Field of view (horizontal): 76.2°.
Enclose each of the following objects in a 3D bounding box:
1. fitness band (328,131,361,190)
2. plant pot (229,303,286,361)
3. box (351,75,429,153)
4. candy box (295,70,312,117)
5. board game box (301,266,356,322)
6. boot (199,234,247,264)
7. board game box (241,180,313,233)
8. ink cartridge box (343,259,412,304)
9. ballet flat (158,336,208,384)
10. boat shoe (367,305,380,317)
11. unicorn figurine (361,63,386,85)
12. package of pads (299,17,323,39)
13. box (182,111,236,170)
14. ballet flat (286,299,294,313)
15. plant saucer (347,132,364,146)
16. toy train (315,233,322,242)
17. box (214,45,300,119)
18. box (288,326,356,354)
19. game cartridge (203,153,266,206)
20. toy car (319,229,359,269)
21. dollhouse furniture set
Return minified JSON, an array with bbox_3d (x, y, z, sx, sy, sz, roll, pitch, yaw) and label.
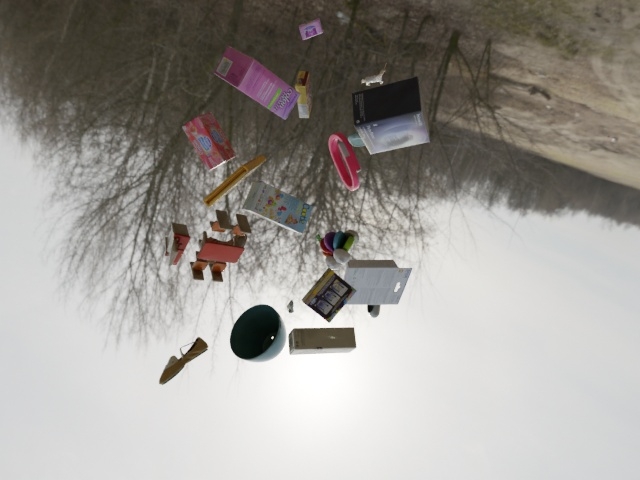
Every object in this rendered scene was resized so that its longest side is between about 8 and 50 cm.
[{"bbox_3d":[0.120,-0.384,1.986,0.054,0.290,0.209,-23,-179,-10],"label":"fitness band"},{"bbox_3d":[-0.284,0.496,2.074,0.290,0.290,0.195,34,168,44],"label":"plant pot"},{"bbox_3d":[0.325,-0.553,1.848,0.294,0.182,0.296,-9,164,20],"label":"box"},{"bbox_3d":[-0.077,-0.690,1.937,0.053,0.186,0.109,6,-121,7],"label":"candy box"},{"bbox_3d":[0.033,0.215,1.600,0.141,0.170,0.048,41,179,-12],"label":"board game box"},{"bbox_3d":[-0.407,0.018,1.680,0.152,0.197,0.073,32,164,39],"label":"boot"},{"bbox_3d":[-0.199,-0.152,1.896,0.275,0.144,0.142,25,175,-26],"label":"board game box"},{"bbox_3d":[0.283,0.226,2.166,0.330,0.324,0.071,0,-134,-8],"label":"ink cartridge box"},{"bbox_3d":[-0.537,0.455,1.567,0.232,0.080,0.073,-37,-82,-48],"label":"ballet flat"},{"bbox_3d":[0.330,0.360,2.510,0.079,0.227,0.081,-16,137,33],"label":"boat shoe"},{"bbox_3d":[0.296,-0.873,2.192,0.162,0.060,0.111,-21,179,17],"label":"unicorn figurine"},{"bbox_3d":[-0.035,-0.788,1.521,0.083,0.050,0.032,-16,-141,10],"label":"package of pads"},{"bbox_3d":[-0.566,-0.507,2.090,0.128,0.256,0.122,-21,-164,29],"label":"box"},{"bbox_3d":[-0.166,0.368,2.241,0.041,0.114,0.041,1,-129,-1],"label":"ballet flat"},{"bbox_3d":[0.208,-0.544,2.224,0.119,0.021,0.119,4,162,1],"label":"plant saucer"},{"bbox_3d":[0.000,0.000,2.233,0.017,0.023,0.083,6,-135,-48],"label":"toy train"},{"bbox_3d":[-0.239,-0.594,1.543,0.243,0.117,0.213,20,-162,-47],"label":"box"},{"bbox_3d":[0.006,0.429,1.740,0.275,0.113,0.094,3,-118,-16],"label":"box"},{"bbox_3d":[-0.419,-0.307,2.031,0.052,0.285,0.323,49,-161,-13],"label":"game cartridge"},{"bbox_3d":[0.069,0.022,1.734,0.136,0.182,0.159,36,-123,-8],"label":"toy car"},{"bbox_3d":[-0.389,0.034,1.396,0.259,0.262,0.135,11,-143,-37],"label":"dollhouse furniture set"}]
